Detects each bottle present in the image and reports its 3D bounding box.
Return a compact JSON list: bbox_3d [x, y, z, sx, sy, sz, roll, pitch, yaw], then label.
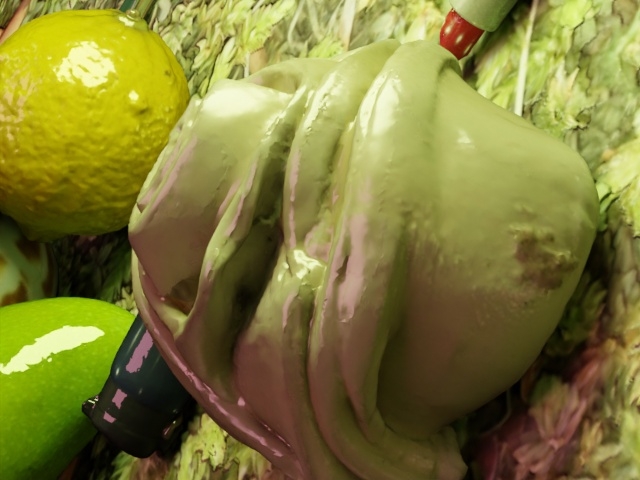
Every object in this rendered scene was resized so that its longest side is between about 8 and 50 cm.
[{"bbox_3d":[-0.105,0.060,1.559,0.244,0.082,0.072,-60,-5,8],"label":"bottle"}]

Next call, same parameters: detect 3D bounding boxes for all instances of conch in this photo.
[{"bbox_3d":[-0.319,0.028,1.824,0.183,0.149,0.275,-29,42,25],"label":"conch"}]

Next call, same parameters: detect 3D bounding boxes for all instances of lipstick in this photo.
[{"bbox_3d":[0.136,-0.203,1.385,0.186,0.057,0.063,-55,34,23],"label":"lipstick"}]

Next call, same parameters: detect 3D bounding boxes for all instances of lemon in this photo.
[{"bbox_3d":[-0.216,-0.104,1.712,0.231,0.192,0.192,-64,32,13],"label":"lemon"}]

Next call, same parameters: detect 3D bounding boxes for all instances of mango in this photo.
[{"bbox_3d":[-0.295,0.158,1.634,0.343,0.156,0.192,-30,48,-2],"label":"mango"}]

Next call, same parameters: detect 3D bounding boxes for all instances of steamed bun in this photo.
[{"bbox_3d":[-0.005,0.009,1.302,0.309,0.219,0.324,-59,33,14],"label":"steamed bun"}]

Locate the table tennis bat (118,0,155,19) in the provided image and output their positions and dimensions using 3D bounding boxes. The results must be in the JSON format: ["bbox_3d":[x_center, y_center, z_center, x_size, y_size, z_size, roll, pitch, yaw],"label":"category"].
[{"bbox_3d":[-0.213,-0.176,1.916,0.301,0.022,0.173,-57,34,19],"label":"table tennis bat"}]
